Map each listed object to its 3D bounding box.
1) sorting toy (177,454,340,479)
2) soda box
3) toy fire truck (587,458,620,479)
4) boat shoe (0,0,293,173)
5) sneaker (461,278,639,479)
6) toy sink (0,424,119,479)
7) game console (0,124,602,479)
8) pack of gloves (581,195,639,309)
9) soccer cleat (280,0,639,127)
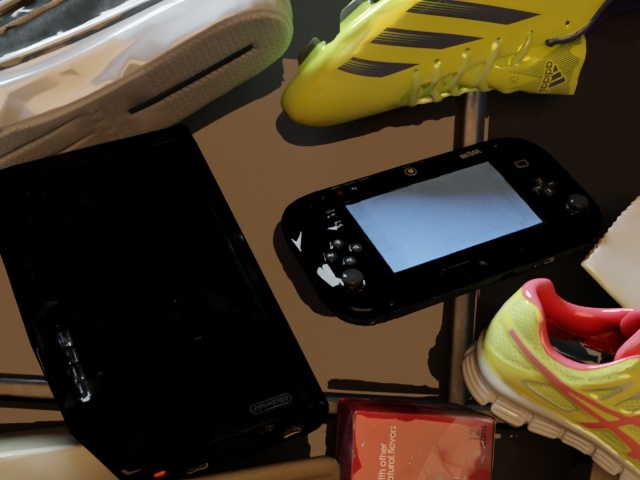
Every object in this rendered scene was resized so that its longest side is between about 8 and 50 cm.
[{"bbox_3d":[-0.125,0.238,0.495,0.307,0.041,0.229,-4,94,-26],"label":"sorting toy"},{"bbox_3d":[0.051,0.235,0.623,0.092,0.083,0.263,4,85,-5],"label":"soda box"},{"bbox_3d":[0.228,0.227,0.612,0.217,0.158,0.246,9,101,-4],"label":"toy fire truck"},{"bbox_3d":[-0.184,-0.103,0.622,0.335,0.121,0.119,-26,69,-7],"label":"boat shoe"},{"bbox_3d":[0.190,0.088,0.574,0.209,0.081,0.094,21,127,7],"label":"sneaker"},{"bbox_3d":[-0.204,0.191,0.553,0.234,0.131,0.152,-4,87,-27],"label":"toy sink"},{"bbox_3d":[0.000,0.000,0.605,0.361,0.044,0.213,-17,59,-22],"label":"game console"},{"bbox_3d":[0.310,0.035,0.646,0.232,0.046,0.195,48,63,-2],"label":"pack of gloves"},{"bbox_3d":[0.113,-0.135,0.649,0.289,0.093,0.121,-29,91,-6],"label":"soccer cleat"}]
